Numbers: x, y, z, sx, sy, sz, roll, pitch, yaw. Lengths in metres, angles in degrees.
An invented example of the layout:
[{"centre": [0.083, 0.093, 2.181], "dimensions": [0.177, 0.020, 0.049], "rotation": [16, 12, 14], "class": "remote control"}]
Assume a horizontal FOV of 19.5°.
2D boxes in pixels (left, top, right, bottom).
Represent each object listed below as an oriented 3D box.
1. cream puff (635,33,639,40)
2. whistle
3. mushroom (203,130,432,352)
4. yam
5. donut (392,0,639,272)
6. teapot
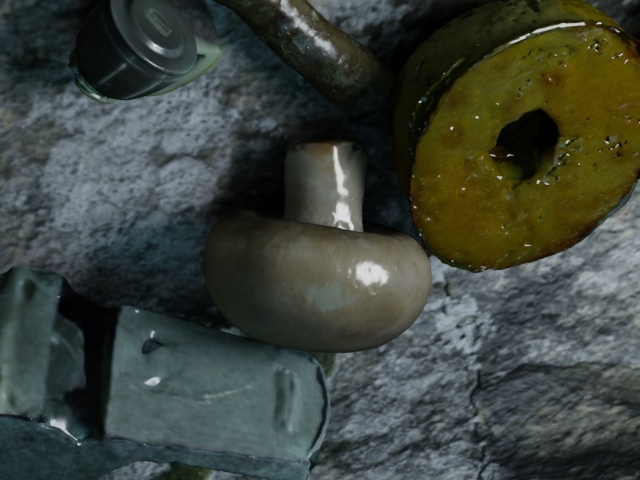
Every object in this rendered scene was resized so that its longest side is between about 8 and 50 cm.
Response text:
[{"centre": [0.346, -0.177, 1.652], "dimensions": [0.119, 0.104, 0.133], "rotation": [9, 124, -15], "class": "cream puff"}, {"centre": [-0.203, 0.136, 1.640], "dimensions": [0.405, 0.168, 0.188], "rotation": [-10, 134, 11], "class": "whistle"}, {"centre": [0.000, 0.000, 1.650], "dimensions": [0.204, 0.204, 0.204], "rotation": [-9, 130, -10], "class": "mushroom"}, {"centre": [-0.037, -0.189, 1.550], "dimensions": [0.061, 0.061, 0.253], "rotation": [-41, 127, 17], "class": "yam"}, {"centre": [0.171, -0.106, 1.640], "dimensions": [0.272, 0.107, 0.272], "rotation": [-15, 137, -15], "class": "donut"}, {"centre": [-0.150, -0.146, 1.530], "dimensions": [0.124, 0.092, 0.091], "rotation": [35, 128, -29], "class": "teapot"}]
